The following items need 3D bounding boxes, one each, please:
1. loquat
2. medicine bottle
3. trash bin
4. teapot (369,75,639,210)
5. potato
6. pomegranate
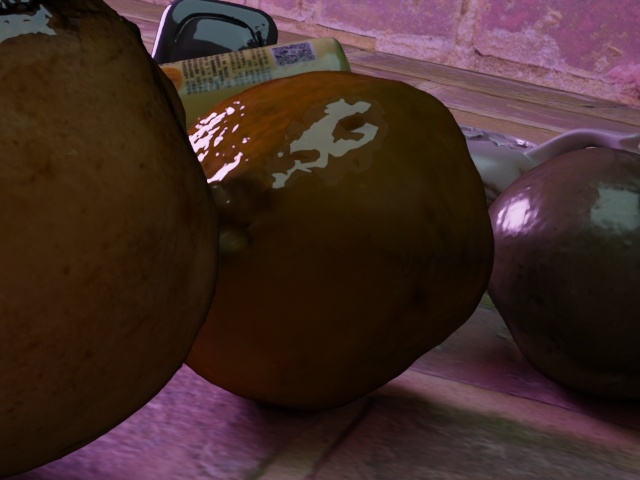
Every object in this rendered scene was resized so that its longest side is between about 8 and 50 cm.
[{"bbox_3d":[0.000,0.000,0.723,0.187,0.176,0.234,-29,-16,26],"label":"loquat"},{"bbox_3d":[-0.092,-0.076,0.981,0.238,0.124,0.124,-12,17,-5],"label":"medicine bottle"},{"bbox_3d":[-0.097,-0.122,1.157,0.101,0.177,0.236,9,10,-2],"label":"trash bin"},{"bbox_3d":[0.129,-0.054,1.119,0.298,0.139,0.204,17,11,23],"label":"teapot"},{"bbox_3d":[0.193,0.023,0.838,0.178,0.160,0.235,53,8,9],"label":"potato"},{"bbox_3d":[-0.169,-0.013,0.552,0.260,0.261,0.260,10,14,-2],"label":"pomegranate"}]
